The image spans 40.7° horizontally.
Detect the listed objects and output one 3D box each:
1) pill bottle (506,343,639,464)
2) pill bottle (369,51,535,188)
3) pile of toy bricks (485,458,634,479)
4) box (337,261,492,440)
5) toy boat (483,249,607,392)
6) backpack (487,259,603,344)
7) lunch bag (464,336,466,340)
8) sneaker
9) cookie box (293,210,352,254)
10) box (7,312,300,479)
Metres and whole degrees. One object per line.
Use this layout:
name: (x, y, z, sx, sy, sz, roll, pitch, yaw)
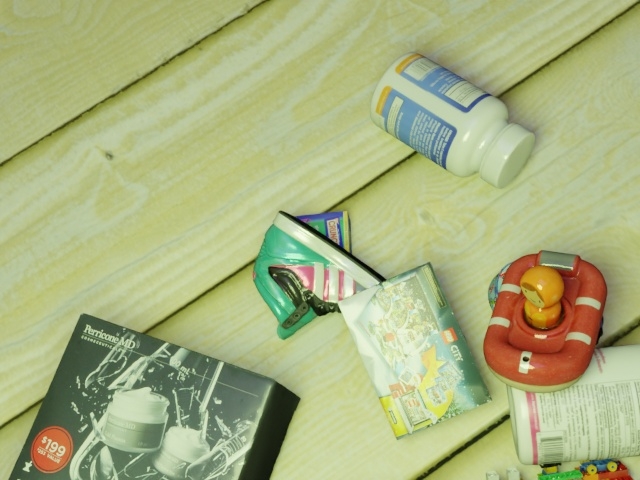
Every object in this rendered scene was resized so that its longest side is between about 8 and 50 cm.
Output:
pill bottle: (0.423, 0.237, 1.264, 0.283, 0.160, 0.160, -7, 64, 7)
pill bottle: (0.234, -0.206, 1.521, 0.272, 0.152, 0.152, 37, 76, 23)
pile of toy bricks: (0.352, 0.388, 1.252, 0.212, 0.118, 0.105, -8, 102, -4)
box: (0.145, 0.170, 1.340, 0.159, 0.044, 0.233, -24, 83, 5)
toy boat: (0.311, 0.094, 1.208, 0.151, 0.151, 0.231, 8, 54, 25)
backpack: (0.350, 0.096, 1.374, 0.158, 0.117, 0.173, -17, 60, 2)
lunch bag: (0.190, 0.184, 1.391, 0.098, 0.065, 0.067, -11, 82, 7)
sneaker: (0.006, 0.103, 1.437, 0.295, 0.124, 0.178, 35, 95, 4)
cookie box: (0.000, 0.000, 1.530, 0.107, 0.040, 0.092, -6, 63, 8)
box: (-0.253, 0.320, 1.327, 0.343, 0.179, 0.313, 16, 74, 16)
